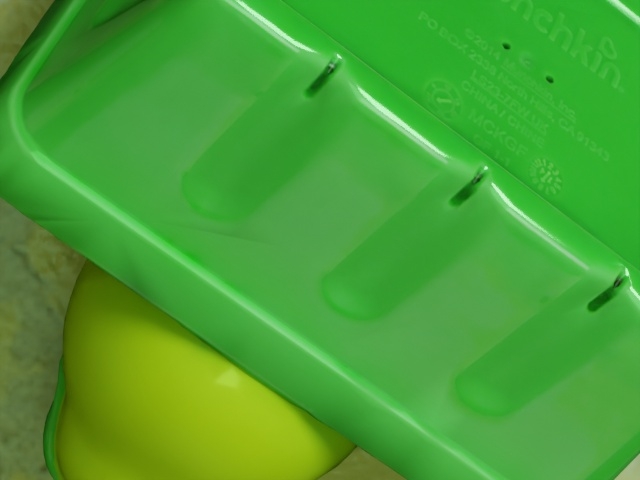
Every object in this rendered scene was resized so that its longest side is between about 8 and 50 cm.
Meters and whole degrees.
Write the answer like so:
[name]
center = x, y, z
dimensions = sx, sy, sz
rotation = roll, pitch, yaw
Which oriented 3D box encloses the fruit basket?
[fruit basket]
center = 0.000, 0.000, 0.944
dimensions = 0.392, 0.283, 0.392
rotation = 17, 143, 13
